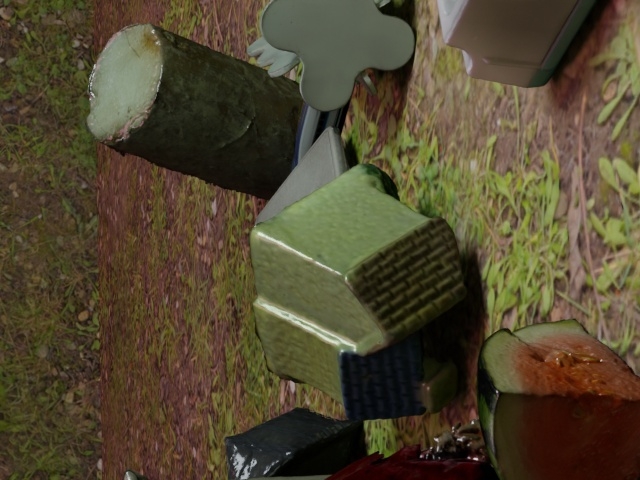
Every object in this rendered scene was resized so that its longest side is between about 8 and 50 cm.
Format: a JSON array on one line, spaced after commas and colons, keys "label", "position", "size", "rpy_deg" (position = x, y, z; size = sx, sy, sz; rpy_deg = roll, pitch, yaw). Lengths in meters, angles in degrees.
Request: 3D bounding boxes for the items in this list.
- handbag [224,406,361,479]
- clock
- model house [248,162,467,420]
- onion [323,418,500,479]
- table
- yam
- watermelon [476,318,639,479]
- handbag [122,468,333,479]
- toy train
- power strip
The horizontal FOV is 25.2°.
[{"label": "handbag", "position": [-0.033, 0.286, 1.598], "size": [0.270, 0.088, 0.175], "rpy_deg": [-10, -73, -64]}, {"label": "clock", "position": [0.158, -0.289, 1.143], "size": [0.262, 0.116, 0.231], "rpy_deg": [117, 149, -52]}, {"label": "model house", "position": [0.062, 0.067, 1.400], "size": [0.189, 0.195, 0.214], "rpy_deg": [31, 138, 42]}, {"label": "onion", "position": [0.097, 0.283, 1.173], "size": [0.221, 0.281, 0.281], "rpy_deg": [50, 171, -17]}, {"label": "table", "position": [-0.001, -0.240, 1.570], "size": [0.198, 0.166, 0.167], "rpy_deg": [-128, 41, -70]}, {"label": "yam", "position": [-0.135, -0.157, 1.830], "size": [0.168, 0.304, 0.168], "rpy_deg": [-29, 53, 47]}, {"label": "watermelon", "position": [0.164, 0.137, 1.070], "size": [0.137, 0.145, 0.193], "rpy_deg": [131, 137, -56]}, {"label": "handbag", "position": [-0.032, 0.342, 1.427], "size": [0.109, 0.315, 0.253], "rpy_deg": [-85, -7, -75]}, {"label": "toy train", "position": [-0.012, -0.111, 1.764], "size": [0.055, 0.048, 0.252], "rpy_deg": [-106, 24, -47]}, {"label": "power strip", "position": [0.000, 0.000, 1.696], "size": [0.213, 0.064, 0.198], "rpy_deg": [-51, 38, 42]}]
